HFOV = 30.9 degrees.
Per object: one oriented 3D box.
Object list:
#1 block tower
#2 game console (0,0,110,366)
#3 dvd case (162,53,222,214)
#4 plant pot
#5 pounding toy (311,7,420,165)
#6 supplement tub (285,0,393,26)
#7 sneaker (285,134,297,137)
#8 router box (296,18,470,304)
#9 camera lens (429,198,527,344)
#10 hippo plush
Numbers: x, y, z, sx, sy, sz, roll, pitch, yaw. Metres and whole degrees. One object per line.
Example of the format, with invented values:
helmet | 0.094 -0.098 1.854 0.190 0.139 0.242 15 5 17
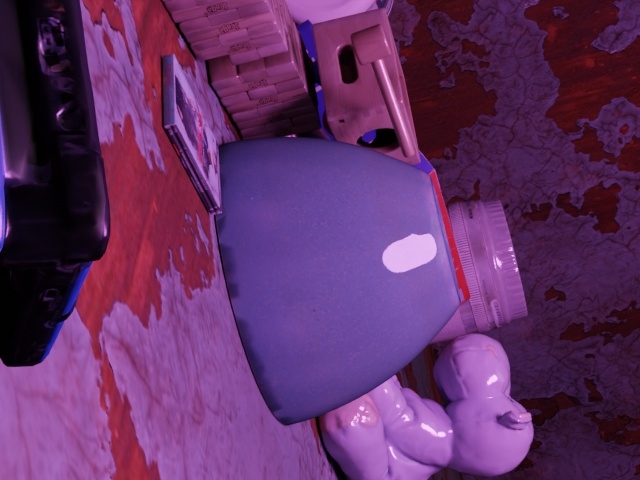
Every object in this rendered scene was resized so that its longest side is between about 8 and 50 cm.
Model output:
block tower | -0.079 -0.213 1.159 0.335 0.097 0.090 64 15 -63
game console | -0.187 -0.112 0.439 0.250 0.173 0.293 133 -50 -61
dvd case | -0.111 -0.091 1.007 0.119 0.013 0.087 69 11 -50
plant pot | 0.030 0.022 1.157 0.290 0.196 0.290 -13 90 -82
pounding toy | 0.040 -0.151 1.212 0.206 0.094 0.181 63 16 -60
supplement tub | 0.019 -0.414 1.855 0.272 0.191 0.191 -1 78 -83
sneaker | -0.045 -0.125 1.435 0.118 0.042 0.067 -106 -178 -54
router box | 0.062 -0.090 1.574 0.335 0.082 0.301 55 -7 37
camera lens | 0.184 0.059 1.909 0.219 0.274 0.219 -13 90 -82
hippo plush | 0.132 0.216 1.393 0.234 0.237 0.294 63 16 -62
